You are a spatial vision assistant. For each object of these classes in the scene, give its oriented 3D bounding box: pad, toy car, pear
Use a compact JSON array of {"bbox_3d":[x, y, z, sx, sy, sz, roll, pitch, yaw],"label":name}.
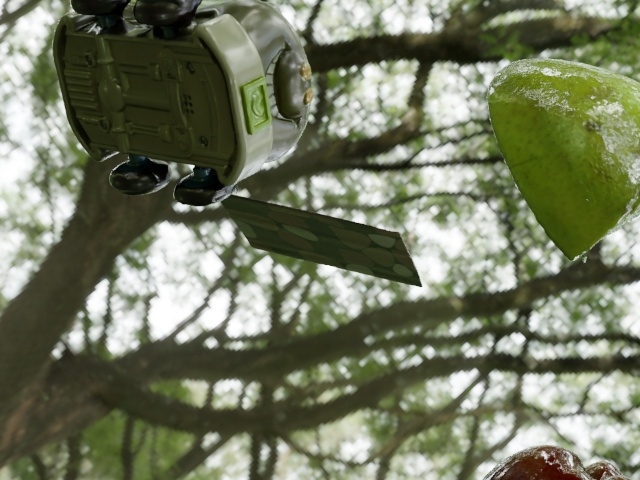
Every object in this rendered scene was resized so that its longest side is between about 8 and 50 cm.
[{"bbox_3d":[0.000,0.000,1.421,0.234,0.003,0.158,13,-21,21],"label":"pad"},{"bbox_3d":[-0.108,-0.161,1.143,0.247,0.198,0.204,13,-58,38],"label":"toy car"},{"bbox_3d":[0.310,-0.134,1.367,0.239,0.288,0.139,50,-51,13],"label":"pear"}]

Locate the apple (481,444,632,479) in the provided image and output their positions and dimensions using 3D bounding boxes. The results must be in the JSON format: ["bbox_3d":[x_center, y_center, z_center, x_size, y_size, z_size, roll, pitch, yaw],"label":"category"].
[{"bbox_3d":[0.260,0.395,1.380,0.288,0.317,0.288,25,0,0],"label":"apple"}]
